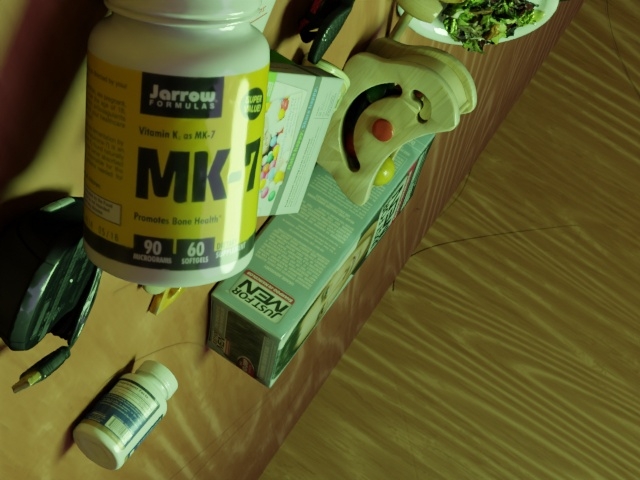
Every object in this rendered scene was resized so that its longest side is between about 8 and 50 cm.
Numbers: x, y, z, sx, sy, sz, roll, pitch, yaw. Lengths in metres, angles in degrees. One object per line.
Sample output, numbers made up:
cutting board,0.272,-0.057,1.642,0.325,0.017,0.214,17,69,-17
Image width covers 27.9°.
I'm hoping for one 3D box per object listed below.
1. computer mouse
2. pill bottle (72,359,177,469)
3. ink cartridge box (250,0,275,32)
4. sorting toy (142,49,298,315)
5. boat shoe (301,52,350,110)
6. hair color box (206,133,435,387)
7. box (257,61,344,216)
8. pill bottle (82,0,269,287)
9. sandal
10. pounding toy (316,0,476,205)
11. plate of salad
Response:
computer mouse,-0.217,0.042,0.977,0.262,0.060,0.184,-65,-179,-73
pill bottle,-0.214,0.191,1.429,0.120,0.067,0.067,-50,168,-36
ink cartridge box,-0.094,-0.147,0.960,0.104,0.060,0.180,-43,163,-53
sorting toy,-0.097,-0.045,1.311,0.196,0.047,0.347,-49,167,-41
boat shoe,-0.004,-0.159,1.393,0.048,0.056,0.153,-60,178,-9
hair color box,0.000,0.000,1.743,0.374,0.114,0.185,-52,169,-25
box,-0.058,-0.093,1.196,0.186,0.038,0.145,-5,118,-60
pill bottle,-0.095,-0.085,0.848,0.119,0.119,0.208,-41,141,-59
sandal,0.002,-0.222,1.291,0.067,0.040,0.179,-55,-174,20
pounding toy,0.113,-0.180,1.605,0.155,0.154,0.269,-44,164,-54
plate of salad,0.195,-0.287,1.596,0.200,0.200,0.048,100,-9,-67
